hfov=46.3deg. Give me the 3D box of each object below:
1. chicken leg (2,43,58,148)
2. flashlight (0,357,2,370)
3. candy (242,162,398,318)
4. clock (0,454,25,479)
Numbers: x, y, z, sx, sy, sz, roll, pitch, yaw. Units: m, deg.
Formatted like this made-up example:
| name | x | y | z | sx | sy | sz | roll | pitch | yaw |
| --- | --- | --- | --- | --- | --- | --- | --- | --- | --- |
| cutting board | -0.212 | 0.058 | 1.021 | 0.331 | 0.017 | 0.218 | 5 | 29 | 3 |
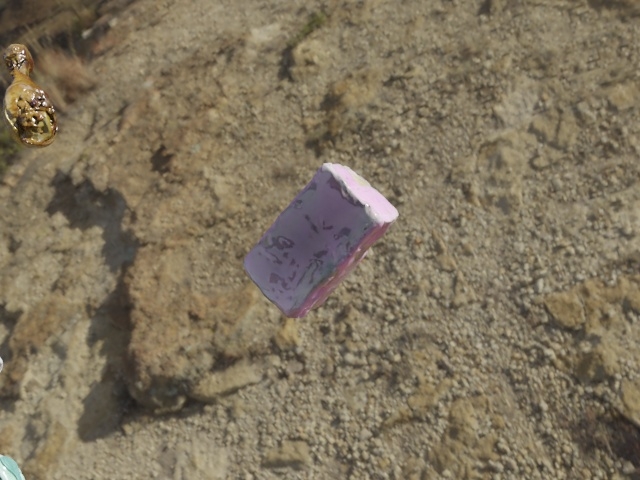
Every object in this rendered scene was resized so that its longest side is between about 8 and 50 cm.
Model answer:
| name | x | y | z | sx | sy | sz | roll | pitch | yaw |
| --- | --- | --- | --- | --- | --- | --- | --- | --- | --- |
| chicken leg | -0.540 | -0.268 | 1.367 | 0.087 | 0.107 | 0.252 | -12 | 54 | -20 |
| flashlight | -0.488 | 0.141 | 0.908 | 0.200 | 0.047 | 0.093 | 15 | 79 | 1 |
| candy | 0.000 | 0.000 | 1.351 | 0.155 | 0.115 | 0.265 | 48 | 111 | 17 |
| clock | -0.535 | 0.411 | 1.179 | 0.210 | 0.066 | 0.159 | 18 | 84 | 6 |
